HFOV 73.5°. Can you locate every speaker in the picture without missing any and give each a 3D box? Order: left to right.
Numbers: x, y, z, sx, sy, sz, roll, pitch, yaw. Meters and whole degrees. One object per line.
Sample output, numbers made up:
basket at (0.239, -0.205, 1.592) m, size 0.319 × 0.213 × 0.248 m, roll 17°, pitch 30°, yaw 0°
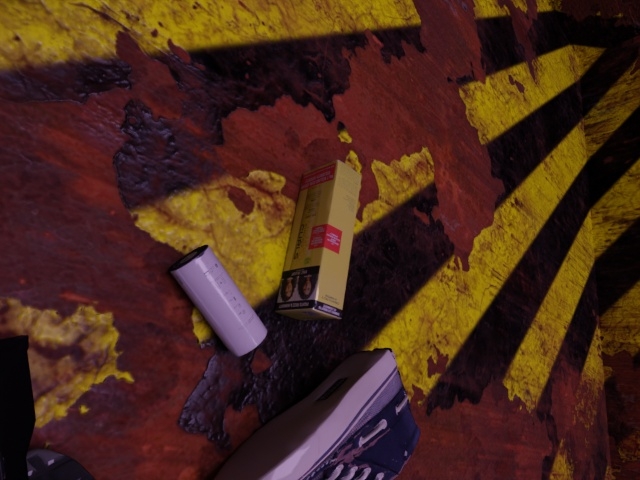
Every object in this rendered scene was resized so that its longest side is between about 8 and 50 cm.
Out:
speaker at (-0.122, 0.075, 0.524) m, size 0.055 × 0.055 × 0.136 m, roll -47°, pitch 113°, yaw -40°

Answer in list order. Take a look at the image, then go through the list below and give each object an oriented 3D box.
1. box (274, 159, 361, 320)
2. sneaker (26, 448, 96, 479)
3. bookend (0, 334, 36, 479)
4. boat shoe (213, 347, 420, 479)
box at (0.000, 0.000, 0.640) m, size 0.058 × 0.087 × 0.232 m, roll 28°, pitch 63°, yaw -37°
sneaker at (-0.209, 0.310, 0.364) m, size 0.101 × 0.106 × 0.267 m, roll -24°, pitch 78°, yaw -40°
bookend at (-0.255, 0.168, 0.311) m, size 0.072 × 0.157 × 0.156 m, roll -6°, pitch 97°, yaw -27°
boat shoe at (0.024, 0.285, 0.567) m, size 0.341 × 0.127 × 0.158 m, roll -24°, pitch 91°, yaw -45°
